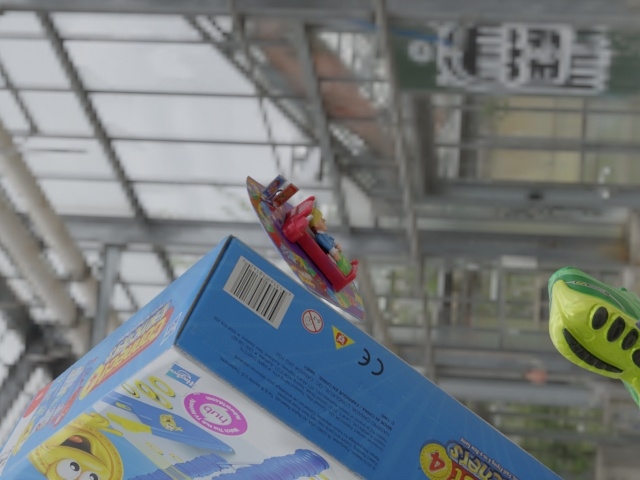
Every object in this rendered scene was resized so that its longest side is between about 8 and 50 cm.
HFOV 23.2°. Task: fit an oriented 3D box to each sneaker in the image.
[{"bbox_3d":[0.363,0.116,1.769,0.295,0.109,0.123,37,-151,-34],"label":"sneaker"}]

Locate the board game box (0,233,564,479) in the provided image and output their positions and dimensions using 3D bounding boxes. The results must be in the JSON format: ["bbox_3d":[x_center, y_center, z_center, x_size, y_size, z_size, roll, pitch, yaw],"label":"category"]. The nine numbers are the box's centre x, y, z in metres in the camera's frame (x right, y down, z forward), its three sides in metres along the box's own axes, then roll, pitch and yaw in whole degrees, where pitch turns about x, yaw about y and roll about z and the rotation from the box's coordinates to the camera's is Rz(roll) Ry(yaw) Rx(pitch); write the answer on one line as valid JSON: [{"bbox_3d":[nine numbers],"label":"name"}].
[{"bbox_3d":[-0.023,0.169,1.000,0.302,0.308,0.086,-37,20,50],"label":"board game box"}]

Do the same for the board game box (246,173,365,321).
[{"bbox_3d":[0.000,0.000,1.403,0.168,0.033,0.133,33,-156,-54],"label":"board game box"}]

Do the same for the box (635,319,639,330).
[{"bbox_3d":[0.429,0.177,1.590,0.159,0.044,0.233,38,-165,-42],"label":"box"}]
